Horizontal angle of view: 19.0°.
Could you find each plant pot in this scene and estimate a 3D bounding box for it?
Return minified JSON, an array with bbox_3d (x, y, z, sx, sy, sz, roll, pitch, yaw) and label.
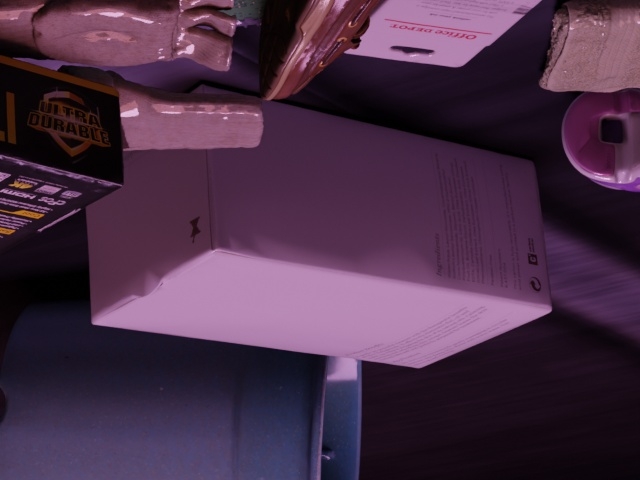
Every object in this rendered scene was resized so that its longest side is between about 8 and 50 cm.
[{"bbox_3d":[-0.140,0.192,1.956,0.334,0.341,0.341,2,161,7],"label":"plant pot"}]

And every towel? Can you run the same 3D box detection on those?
[{"bbox_3d":[0.228,-0.148,1.471,0.110,0.027,0.148,-4,160,-2],"label":"towel"}]

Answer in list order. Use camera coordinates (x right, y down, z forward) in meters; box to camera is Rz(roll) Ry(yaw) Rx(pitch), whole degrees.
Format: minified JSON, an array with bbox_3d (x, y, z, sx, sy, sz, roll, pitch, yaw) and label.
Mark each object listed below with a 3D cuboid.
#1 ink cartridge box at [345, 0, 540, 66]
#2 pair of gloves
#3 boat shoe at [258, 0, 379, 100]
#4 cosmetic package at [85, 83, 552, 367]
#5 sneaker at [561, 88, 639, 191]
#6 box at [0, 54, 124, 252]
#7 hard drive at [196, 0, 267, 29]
[{"bbox_3d":[0.092,-0.184,1.292,0.104,0.060,0.180,5,158,-25],"label":"ink cartridge box"},{"bbox_3d":[-0.146,-0.116,1.282,0.204,0.042,0.240,-2,159,5],"label":"pair of gloves"},{"bbox_3d":[0.001,-0.137,1.217,0.060,0.064,0.178,4,157,-16],"label":"boat shoe"},{"bbox_3d":[0.000,0.000,1.652,0.365,0.155,0.197,12,154,-37],"label":"cosmetic package"},{"bbox_3d":[0.315,-0.081,1.599,0.236,0.095,0.104,1,167,1],"label":"sneaker"},{"bbox_3d":[-0.327,-0.055,1.224,0.322,0.079,0.257,13,153,-42],"label":"box"},{"bbox_3d":[-0.100,-0.219,1.152,0.237,0.064,0.339,-6,160,5],"label":"hard drive"}]
